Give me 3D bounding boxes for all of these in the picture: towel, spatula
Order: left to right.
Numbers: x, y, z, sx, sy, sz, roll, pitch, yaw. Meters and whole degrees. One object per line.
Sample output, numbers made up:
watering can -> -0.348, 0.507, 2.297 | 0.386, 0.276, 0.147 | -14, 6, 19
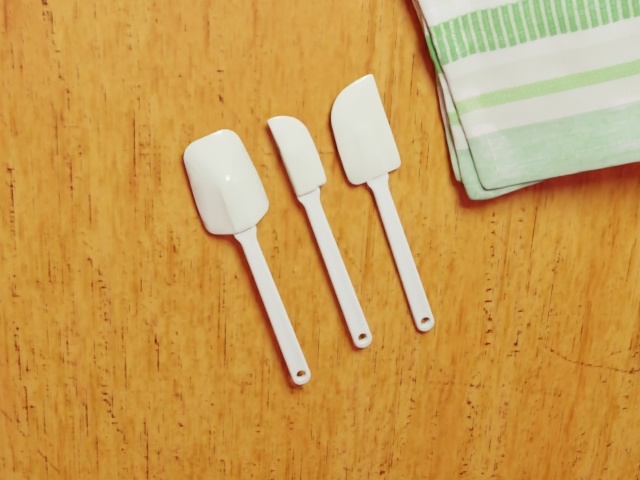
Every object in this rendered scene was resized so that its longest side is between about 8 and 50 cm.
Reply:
spatula -> 0.000, 0.000, 0.942 | 0.168, 0.019, 0.242 | -24, 117, -9
towel -> 0.184, -0.195, 0.844 | 0.248, 0.038, 0.324 | -13, 118, 16
